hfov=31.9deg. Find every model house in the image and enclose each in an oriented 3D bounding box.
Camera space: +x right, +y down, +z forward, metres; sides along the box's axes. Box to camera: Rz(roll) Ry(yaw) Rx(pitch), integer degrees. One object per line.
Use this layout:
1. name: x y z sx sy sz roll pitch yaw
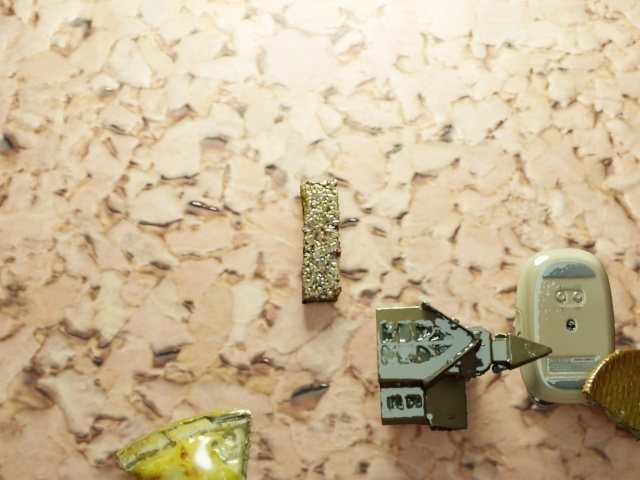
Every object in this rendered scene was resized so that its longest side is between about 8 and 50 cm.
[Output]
1. model house: 0.207 0.181 1.595 0.248 0.181 0.176 -3 75 6

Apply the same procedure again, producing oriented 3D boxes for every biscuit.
1. biscuit: 0.471 0.226 1.624 0.206 0.025 0.126 34 69 -17
2. biscuit: 0.000 0.000 1.737 0.064 0.034 0.199 -1 72 0

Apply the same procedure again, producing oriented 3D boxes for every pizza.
1. pizza: -0.166 0.332 1.610 0.204 0.080 0.188 -30 74 -10

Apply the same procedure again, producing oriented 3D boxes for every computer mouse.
1. computer mouse: 0.362 0.129 1.661 0.145 0.082 0.236 -3 84 -3
